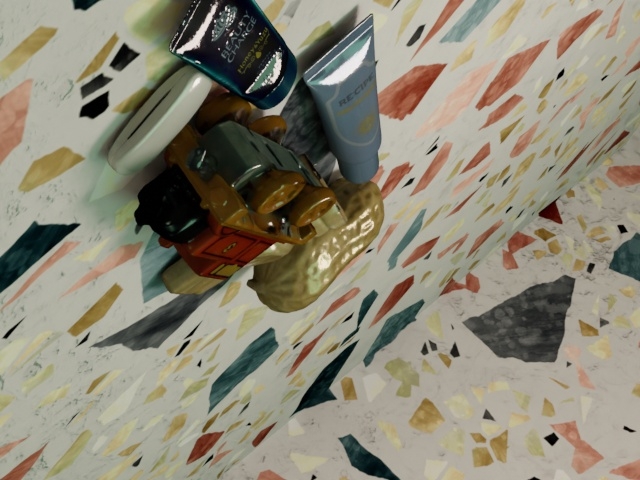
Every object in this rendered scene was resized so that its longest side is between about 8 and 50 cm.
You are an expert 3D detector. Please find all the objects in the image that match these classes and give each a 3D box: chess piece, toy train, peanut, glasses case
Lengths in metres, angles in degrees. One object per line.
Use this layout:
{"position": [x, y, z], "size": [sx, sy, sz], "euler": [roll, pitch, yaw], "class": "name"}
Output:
{"position": [-0.111, -0.006, 1.835], "size": [0.301, 0.137, 0.137], "euler": [-33, 164, 2], "class": "chess piece"}
{"position": [-0.121, -0.057, 1.591], "size": [0.231, 0.163, 0.369], "euler": [-39, 165, 10], "class": "toy train"}
{"position": [-0.001, 0.000, 2.037], "size": [0.291, 0.143, 0.159], "euler": [-43, 174, -16], "class": "peanut"}
{"position": [-0.193, -0.144, 1.392], "size": [0.164, 0.041, 0.063], "euler": [-47, 162, 8], "class": "glasses case"}

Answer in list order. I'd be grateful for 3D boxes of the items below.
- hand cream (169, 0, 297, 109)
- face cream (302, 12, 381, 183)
{"position": [-0.100, -0.234, 1.378], "size": [0.120, 0.061, 0.270], "euler": [-61, 158, -2], "class": "hand cream"}
{"position": [0.045, -0.199, 1.782], "size": [0.135, 0.086, 0.385], "euler": [-42, 159, -11], "class": "face cream"}
